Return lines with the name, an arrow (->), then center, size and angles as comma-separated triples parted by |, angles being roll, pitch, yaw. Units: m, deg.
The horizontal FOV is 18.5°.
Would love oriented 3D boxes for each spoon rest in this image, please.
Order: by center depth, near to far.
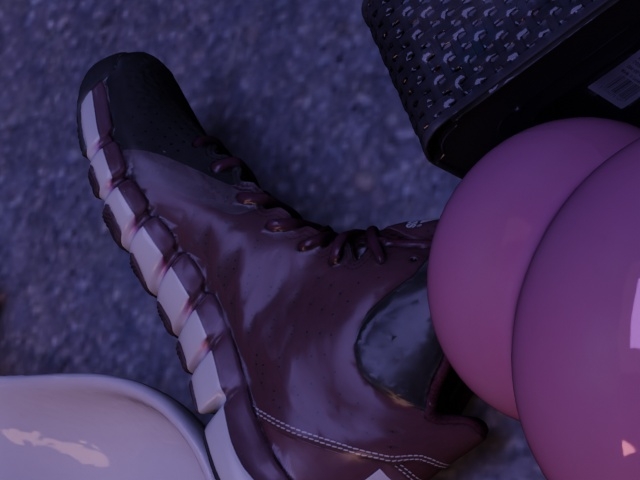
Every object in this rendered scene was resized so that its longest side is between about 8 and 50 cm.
spoon rest -> -0.138, 0.106, 0.995 | 0.276, 0.084, 0.137 | 32, 117, 41

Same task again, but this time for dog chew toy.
dog chew toy -> 0.168, 0.043, 0.730 | 0.332, 0.206, 0.207 | 27, 93, 47

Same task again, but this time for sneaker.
sneaker -> 0.000, 0.000, 0.936 | 0.162, 0.106, 0.281 | -32, 68, 18

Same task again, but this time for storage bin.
storage bin -> 0.124, -0.102, 0.848 | 0.180, 0.122, 0.084 | -37, 57, 22
